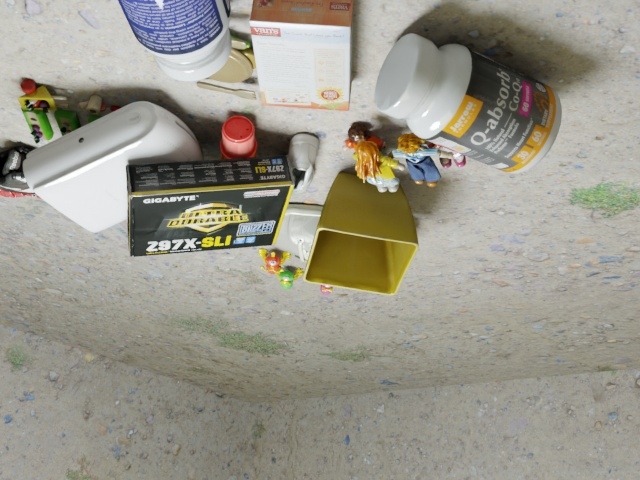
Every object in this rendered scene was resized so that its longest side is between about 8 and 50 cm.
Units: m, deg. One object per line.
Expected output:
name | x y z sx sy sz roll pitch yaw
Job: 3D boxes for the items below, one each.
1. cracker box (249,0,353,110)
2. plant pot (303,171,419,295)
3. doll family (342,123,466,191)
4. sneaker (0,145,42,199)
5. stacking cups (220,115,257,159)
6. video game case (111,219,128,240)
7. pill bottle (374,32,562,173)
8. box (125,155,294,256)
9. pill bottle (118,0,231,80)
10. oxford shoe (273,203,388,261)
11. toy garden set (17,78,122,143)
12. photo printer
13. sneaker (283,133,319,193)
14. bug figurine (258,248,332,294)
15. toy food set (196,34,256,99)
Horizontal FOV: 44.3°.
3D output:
cracker box | -0.025 -0.306 1.288 0.155 0.067 0.232 5 157 3
plant pot | 0.087 -0.025 1.717 0.212 0.187 0.212 9 145 -6
doll family | 0.159 -0.157 1.507 0.262 0.118 0.163 -2 154 21
sneaker | -0.640 -0.151 1.777 0.276 0.098 0.135 5 159 9
stacking cups | -0.179 -0.154 1.662 0.096 0.096 0.316 7 153 1
video game case | -0.470 -0.059 2.032 0.206 0.026 0.227 -1 154 19
pill bottle | 0.239 -0.223 1.282 0.278 0.162 0.162 17 154 -23
box | -0.235 -0.067 1.619 0.321 0.079 0.257 -5 154 -16
pill bottle | -0.211 -0.355 1.120 0.153 0.153 0.265 4 156 7
oxford shoe | 0.000 0.000 1.905 0.449 0.130 0.169 4 158 11
toy garden set | -0.489 -0.237 1.600 0.244 0.049 0.204 9 157 -3
photo printer | -0.397 -0.149 1.590 0.307 0.107 0.256 -24 155 5
sneaker | -0.051 -0.135 1.650 0.080 0.094 0.212 7 157 -4
bug figurine | -0.037 0.093 2.194 0.278 0.072 0.216 6 157 3
toy food set | -0.170 -0.315 1.357 0.132 0.039 0.192 13 162 4
